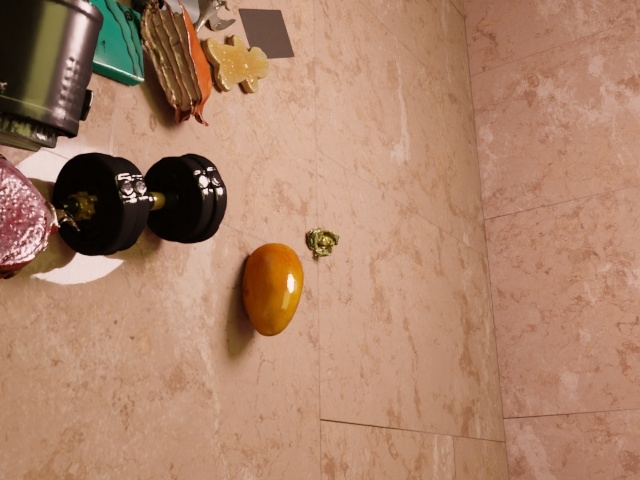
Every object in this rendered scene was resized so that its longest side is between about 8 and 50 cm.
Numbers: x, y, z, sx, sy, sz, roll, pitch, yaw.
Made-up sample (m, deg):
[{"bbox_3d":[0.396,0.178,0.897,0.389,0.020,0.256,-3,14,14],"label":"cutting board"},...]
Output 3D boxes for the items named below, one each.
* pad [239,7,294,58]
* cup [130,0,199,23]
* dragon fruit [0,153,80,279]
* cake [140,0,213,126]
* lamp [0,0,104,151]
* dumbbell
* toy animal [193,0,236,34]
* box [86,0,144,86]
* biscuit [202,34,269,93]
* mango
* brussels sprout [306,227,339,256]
[{"bbox_3d":[-0.145,-0.570,1.992,0.211,0.003,0.142,-26,100,-58],"label":"pad"},{"bbox_3d":[-0.346,-0.539,1.585,0.129,0.095,0.128,-2,78,-61],"label":"cup"},{"bbox_3d":[-0.520,-0.018,1.088,0.282,0.147,0.211,10,61,-58],"label":"dragon fruit"},{"bbox_3d":[-0.304,-0.387,1.559,0.135,0.098,0.287,-70,150,-60],"label":"cake"},{"bbox_3d":[-0.469,-0.279,1.130,0.374,0.205,0.272,91,11,-69],"label":"lamp"},{"bbox_3d":[-0.328,-0.073,1.350,0.388,0.185,0.185,-11,88,-58],"label":"dumbbell"},{"bbox_3d":[-0.265,-0.553,1.715,0.219,0.095,0.155,39,43,-43],"label":"toy animal"},{"bbox_3d":[-0.447,-0.413,1.423,0.226,0.042,0.160,12,70,-55],"label":"box"},{"bbox_3d":[-0.205,-0.443,1.825,0.234,0.030,0.153,-32,106,-57],"label":"biscuit"},{"bbox_3d":[-0.110,0.114,1.666,0.126,0.154,0.252,41,32,-33],"label":"mango"},{"bbox_3d":[0.000,0.000,1.961,0.085,0.058,0.085,-8,105,-31],"label":"brussels sprout"}]
